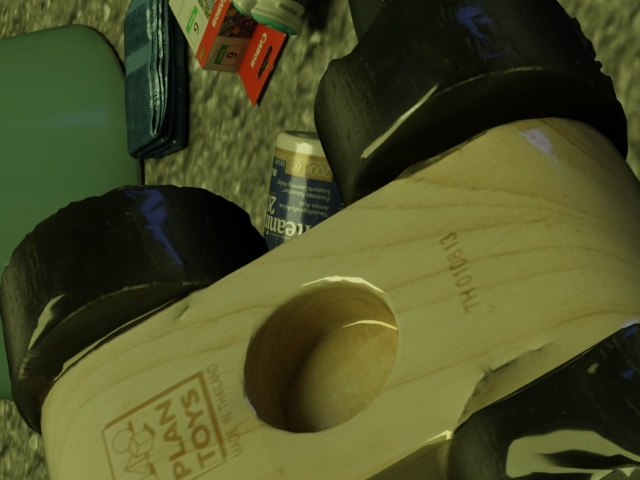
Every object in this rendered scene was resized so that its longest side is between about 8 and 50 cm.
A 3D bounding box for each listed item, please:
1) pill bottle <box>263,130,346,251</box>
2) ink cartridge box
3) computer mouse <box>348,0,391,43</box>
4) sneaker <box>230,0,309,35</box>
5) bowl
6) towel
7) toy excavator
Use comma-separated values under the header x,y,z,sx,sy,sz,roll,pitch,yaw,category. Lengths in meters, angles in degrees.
x,y,z,sx,sy,sz,roll,pitch,yaw,category
0.000,0.000,1.121,0.067,0.067,0.120,20,104,60,pill bottle
-0.062,-0.147,1.285,0.063,0.029,0.115,-64,36,34,ink cartridge box
0.060,-0.134,1.025,0.188,0.072,0.272,-26,65,58,computer mouse
-0.035,-0.198,1.229,0.076,0.065,0.166,-54,43,19,sneaker
-0.273,-0.022,1.513,0.311,0.163,0.311,-13,75,59,bowl
-0.120,-0.119,1.385,0.067,0.029,0.119,-19,70,59,towel
0.026,0.178,0.803,0.433,0.445,0.222,-30,48,10,toy excavator
